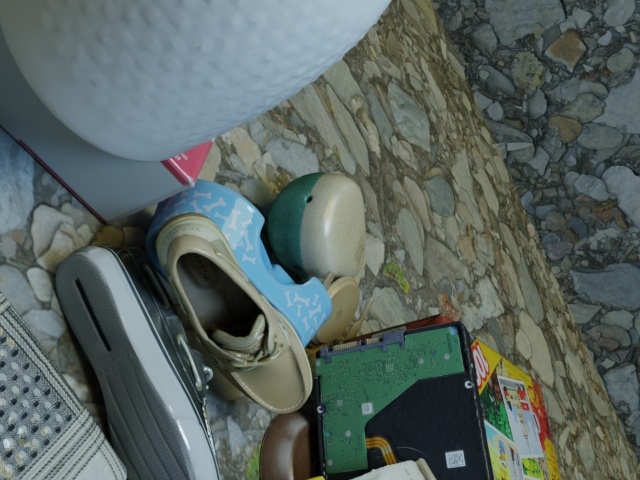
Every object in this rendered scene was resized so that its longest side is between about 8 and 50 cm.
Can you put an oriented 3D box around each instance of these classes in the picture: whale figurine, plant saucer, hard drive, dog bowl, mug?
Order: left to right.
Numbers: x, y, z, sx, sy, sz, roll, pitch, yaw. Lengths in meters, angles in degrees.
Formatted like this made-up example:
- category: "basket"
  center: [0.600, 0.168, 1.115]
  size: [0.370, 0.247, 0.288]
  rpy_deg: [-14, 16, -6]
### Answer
- category: "dog bowl"
  center: [-0.112, 0.050, 0.959]
  size: [0.297, 0.165, 0.074]
  rpy_deg: [51, 46, -28]
- category: "mug"
  center: [-0.070, -0.265, 0.733]
  size: [0.374, 0.327, 0.276]
  rpy_deg: [-15, 86, -59]
- category: "plant saucer"
  center: [-0.011, 0.340, 1.047]
  size: [0.198, 0.036, 0.199]
  rpy_deg: [38, 41, -42]
- category: "whale figurine"
  center: [0.000, 0.000, 1.219]
  size: [0.272, 0.141, 0.216]
  rpy_deg: [61, 43, -58]
- category: "hard drive"
  center: [0.115, 0.297, 1.005]
  size: [0.064, 0.236, 0.339]
  rpy_deg: [50, 30, -58]

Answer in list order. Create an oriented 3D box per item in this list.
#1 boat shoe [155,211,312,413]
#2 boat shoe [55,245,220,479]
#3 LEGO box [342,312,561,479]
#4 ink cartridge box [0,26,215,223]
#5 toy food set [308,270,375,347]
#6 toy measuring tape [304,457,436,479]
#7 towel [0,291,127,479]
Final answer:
- category: "boat shoe"
  center: [-0.095, 0.108, 0.853]
  size: [0.302, 0.109, 0.098]
  rpy_deg: [62, -2, -27]
- category: "boat shoe"
  center: [-0.176, 0.152, 0.815]
  size: [0.119, 0.121, 0.335]
  rpy_deg: [-16, 83, -56]
- category: "LEGO box"
  center: [0.254, 0.387, 1.251]
  size: [0.500, 0.193, 0.373]
  rpy_deg: [34, 44, -50]
- category: "ink cartridge box"
  center: [-0.247, -0.259, 0.930]
  size: [0.279, 0.160, 0.385]
  rpy_deg: [49, 36, -29]
- category: "toy food set"
  center: [0.014, 0.114, 1.165]
  size: [0.133, 0.038, 0.192]
  rpy_deg: [-59, 149, -4]
- category: "toy measuring tape"
  center: [-0.011, 0.350, 0.895]
  size: [0.329, 0.121, 0.122]
  rpy_deg: [-7, 75, -29]
- category: "towel"
  center: [-0.334, 0.187, 0.606]
  size: [0.312, 0.056, 0.324]
  rpy_deg: [60, 31, -13]
